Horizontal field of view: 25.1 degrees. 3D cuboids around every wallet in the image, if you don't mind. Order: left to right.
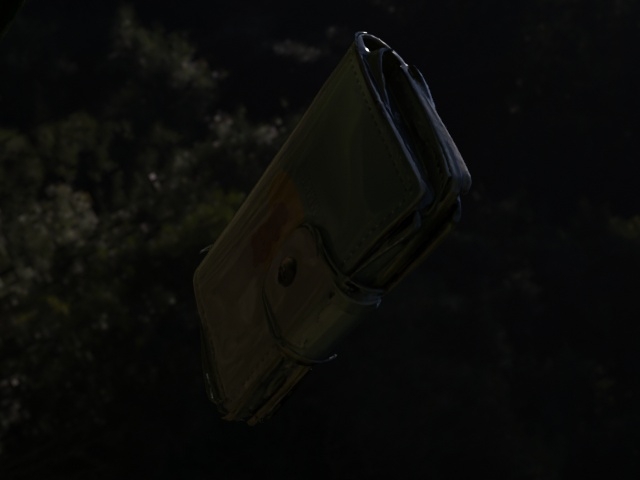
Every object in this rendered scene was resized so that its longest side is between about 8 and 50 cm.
[{"bbox_3d":[0.000,0.000,0.923,0.069,0.231,0.170,17,37,-30],"label":"wallet"}]

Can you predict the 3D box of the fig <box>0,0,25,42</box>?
[{"bbox_3d":[-0.166,-0.104,0.338,0.195,0.195,0.245,63,-10,-1],"label":"fig"}]
